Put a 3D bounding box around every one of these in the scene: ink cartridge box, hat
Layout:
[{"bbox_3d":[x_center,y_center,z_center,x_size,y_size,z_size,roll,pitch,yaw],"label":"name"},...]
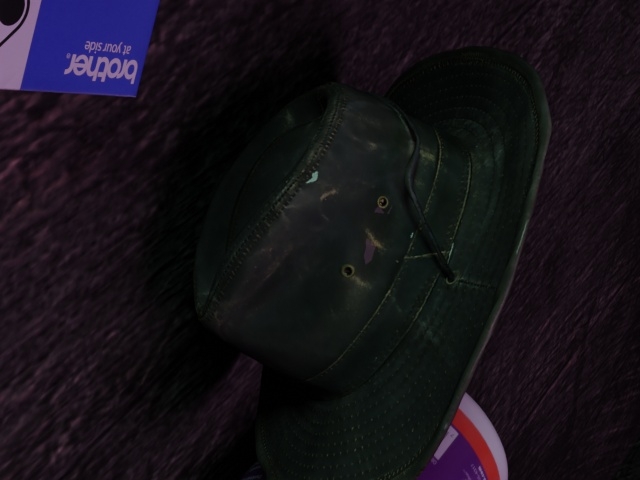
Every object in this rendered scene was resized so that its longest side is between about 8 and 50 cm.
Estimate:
[{"bbox_3d":[-0.153,-0.122,0.603,0.207,0.046,0.097,-8,117,-61],"label":"ink cartridge box"},{"bbox_3d":[0.000,0.000,0.837,0.134,0.331,0.331,25,85,-27],"label":"hat"}]

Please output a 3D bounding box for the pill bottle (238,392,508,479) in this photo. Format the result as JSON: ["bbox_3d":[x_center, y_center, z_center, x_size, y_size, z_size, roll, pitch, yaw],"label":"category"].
[{"bbox_3d":[0.004,0.248,1.018,0.323,0.181,0.181,-43,144,-41],"label":"pill bottle"}]
